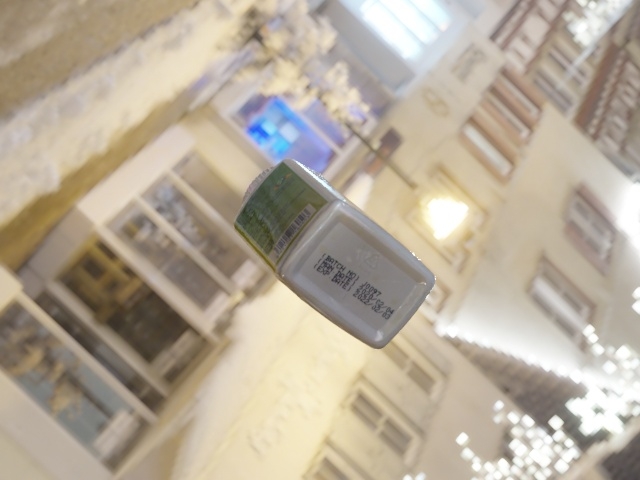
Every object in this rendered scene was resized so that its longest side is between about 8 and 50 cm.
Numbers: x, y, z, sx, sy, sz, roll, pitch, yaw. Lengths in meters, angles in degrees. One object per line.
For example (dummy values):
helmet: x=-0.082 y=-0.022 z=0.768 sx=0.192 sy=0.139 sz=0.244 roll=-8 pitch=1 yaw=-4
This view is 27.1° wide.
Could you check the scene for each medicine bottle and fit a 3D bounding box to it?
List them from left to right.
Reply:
medicine bottle: x=0.000 y=0.000 z=1.142 sx=0.088 sy=0.132 sz=0.188 roll=-52 pitch=-152 yaw=3
